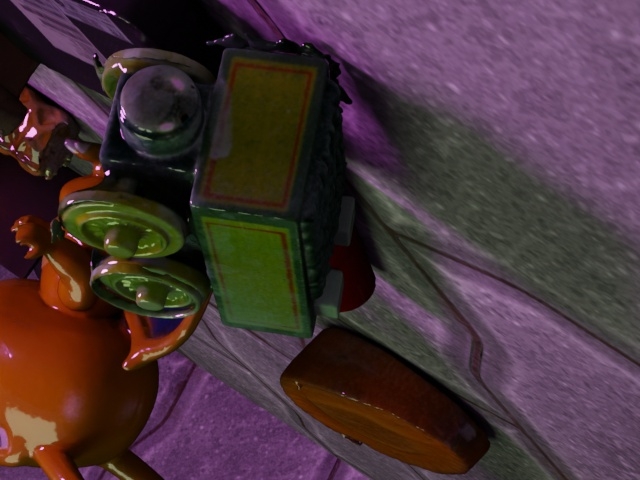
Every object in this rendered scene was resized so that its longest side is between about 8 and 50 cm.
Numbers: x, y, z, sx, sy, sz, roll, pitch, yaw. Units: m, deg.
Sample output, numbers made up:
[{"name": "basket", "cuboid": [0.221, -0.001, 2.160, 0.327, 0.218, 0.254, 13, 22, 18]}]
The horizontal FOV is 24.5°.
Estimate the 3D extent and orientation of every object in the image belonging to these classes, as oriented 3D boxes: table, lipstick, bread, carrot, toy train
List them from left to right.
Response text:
[{"name": "table", "cuboid": [-0.517, -0.118, 2.105, 0.282, 0.196, 0.250, 31, 166, 25]}, {"name": "bread", "cuboid": [-0.425, -0.178, 1.853, 0.269, 0.087, 0.098, 32, 168, 13]}, {"name": "toy train", "cuboid": [-0.074, -0.033, 1.064, 0.188, 0.159, 0.271, 8, 156, 5]}, {"name": "lipstick", "cuboid": [0.001, -0.001, 1.341, 0.073, 0.073, 0.279, 33, 169, 18]}, {"name": "carrot", "cuboid": [0.085, 0.218, 1.910, 0.258, 0.100, 0.307, 41, 167, -35]}]

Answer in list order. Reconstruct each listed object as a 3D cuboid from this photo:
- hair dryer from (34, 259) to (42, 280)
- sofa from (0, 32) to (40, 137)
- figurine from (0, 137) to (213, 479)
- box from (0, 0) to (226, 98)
[{"name": "hair dryer", "cuboid": [-0.507, -0.095, 2.380, 0.320, 0.284, 0.155, 25, 129, 0]}, {"name": "sofa", "cuboid": [-0.406, -0.205, 1.445, 0.258, 0.182, 0.200, 25, 163, 47]}, {"name": "figurine", "cuboid": [-0.255, 0.086, 1.682, 0.268, 0.387, 0.401, 15, -178, -23]}, {"name": "box", "cuboid": [-0.195, -0.184, 1.221, 0.350, 0.058, 0.211, 27, 164, 39]}]
